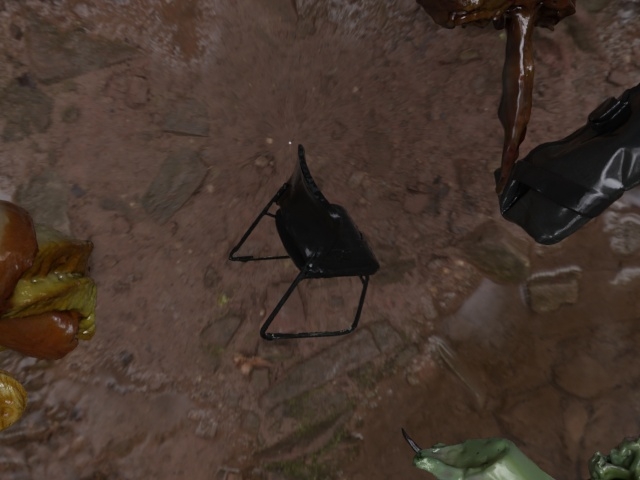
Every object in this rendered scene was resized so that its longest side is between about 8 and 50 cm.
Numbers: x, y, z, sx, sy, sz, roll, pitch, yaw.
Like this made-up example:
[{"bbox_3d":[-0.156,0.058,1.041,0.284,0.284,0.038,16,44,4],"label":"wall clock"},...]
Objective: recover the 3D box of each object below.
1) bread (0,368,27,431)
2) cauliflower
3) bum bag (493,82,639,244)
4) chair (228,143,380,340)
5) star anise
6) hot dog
[{"bbox_3d":[-0.429,0.212,1.076,0.110,0.044,0.083,-31,126,0],"label":"bread"},{"bbox_3d":[0.204,0.269,0.757,0.315,0.256,0.239,46,126,6],"label":"cauliflower"},{"bbox_3d":[0.206,-0.069,0.592,0.197,0.087,0.049,-35,135,27],"label":"bum bag"},{"bbox_3d":[0.000,0.000,1.039,0.145,0.140,0.221,-3,139,-32],"label":"chair"},{"bbox_3d":[0.122,-0.111,0.472,0.158,0.140,0.144,-15,85,-2],"label":"star anise"},{"bbox_3d":[-0.227,0.016,0.467,0.123,0.093,0.261,-29,136,34],"label":"hot dog"}]
